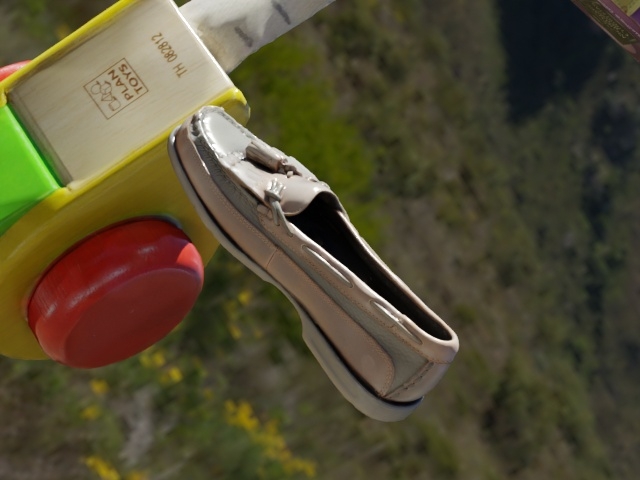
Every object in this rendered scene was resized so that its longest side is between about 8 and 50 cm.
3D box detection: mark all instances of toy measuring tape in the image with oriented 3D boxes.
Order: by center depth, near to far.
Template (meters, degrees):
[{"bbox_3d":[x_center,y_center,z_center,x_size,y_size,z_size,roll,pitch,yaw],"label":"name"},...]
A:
[{"bbox_3d":[-0.044,-0.045,0.760,0.121,0.330,0.121,56,-2,2],"label":"toy measuring tape"}]

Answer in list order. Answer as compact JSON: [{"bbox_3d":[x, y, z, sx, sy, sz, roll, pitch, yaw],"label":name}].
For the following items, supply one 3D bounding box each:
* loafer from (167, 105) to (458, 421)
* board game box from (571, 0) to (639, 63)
[{"bbox_3d":[0.000,0.000,0.653,0.125,0.039,0.045,52,36,13],"label":"loafer"},{"bbox_3d":[0.194,-0.195,0.579,0.208,0.347,0.056,42,-1,-2],"label":"board game box"}]
